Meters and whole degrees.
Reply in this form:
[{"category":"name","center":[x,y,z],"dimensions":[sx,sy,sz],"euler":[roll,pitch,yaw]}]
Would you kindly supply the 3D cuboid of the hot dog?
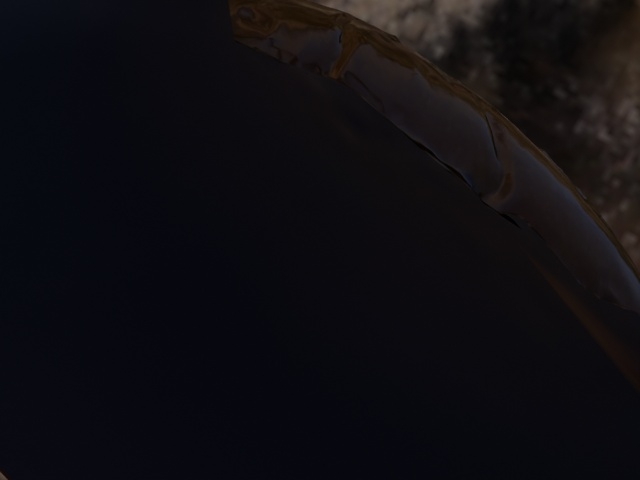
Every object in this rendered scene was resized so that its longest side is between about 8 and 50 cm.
[{"category":"hot dog","center":[-0.004,0.005,0.511],"dimensions":[0.194,0.326,0.107],"euler":[-31,-167,-4]}]
